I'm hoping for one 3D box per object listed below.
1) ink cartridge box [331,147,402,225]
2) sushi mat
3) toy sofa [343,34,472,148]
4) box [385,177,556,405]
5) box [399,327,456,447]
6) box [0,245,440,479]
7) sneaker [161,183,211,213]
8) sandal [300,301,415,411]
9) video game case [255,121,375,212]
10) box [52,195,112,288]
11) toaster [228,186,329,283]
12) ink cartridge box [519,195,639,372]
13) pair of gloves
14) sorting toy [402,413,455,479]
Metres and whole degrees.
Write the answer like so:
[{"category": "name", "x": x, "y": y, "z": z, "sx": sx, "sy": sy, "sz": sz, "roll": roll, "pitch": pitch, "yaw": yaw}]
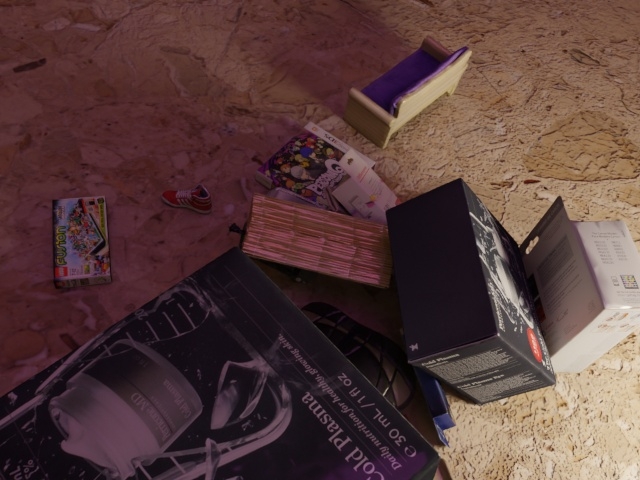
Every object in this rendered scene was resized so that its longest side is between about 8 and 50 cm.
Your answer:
[{"category": "ink cartridge box", "x": 0.099, "y": -0.102, "z": 1.461, "sx": 0.198, "sy": 0.067, "sz": 0.115, "roll": 48, "pitch": 30, "yaw": -8}, {"category": "sushi mat", "x": 0.000, "y": 0.000, "z": 1.354, "sx": 0.316, "sy": 0.019, "sz": 0.151, "roll": 14, "pitch": 57, "yaw": -6}, {"category": "toy sofa", "x": 0.238, "y": -0.425, "z": 1.757, "sx": 0.150, "sy": 0.177, "sz": 0.362, "roll": 41, "pitch": 58, "yaw": 15}, {"category": "box", "x": 0.299, "y": 0.112, "z": 1.304, "sx": 0.312, "sy": 0.179, "sz": 0.343, "roll": 35, "pitch": 40, "yaw": -45}, {"category": "box", "x": 0.220, "y": 0.290, "z": 1.292, "sx": 0.036, "sy": 0.136, "sz": 0.225, "roll": -22, "pitch": 60, "yaw": 8}, {"category": "box", "x": -0.163, "y": 0.348, "z": 0.995, "sx": 0.471, "sy": 0.297, "sz": 0.480, "roll": -35, "pitch": 61, "yaw": -23}, {"category": "sneaker", "x": -0.304, "y": -0.104, "z": 1.486, "sx": 0.118, "sy": 0.067, "sz": 0.042, "roll": 15, "pitch": 54, "yaw": -2}, {"category": "sandal", "x": 0.074, "y": 0.234, "z": 1.335, "sx": 0.120, "sy": 0.086, "sz": 0.303, "roll": -37, "pitch": 56, "yaw": -24}, {"category": "video game case", "x": -0.009, "y": -0.172, "z": 1.612, "sx": 0.210, "sy": 0.042, "sz": 0.232, "roll": 34, "pitch": 56, "yaw": 13}, {"category": "box", "x": -0.510, "y": 0.001, "z": 1.389, "sx": 0.114, "sy": 0.036, "sz": 0.207, "roll": -6, "pitch": 58, "yaw": -16}, {"category": "toaster", "x": -0.076, "y": -0.018, "z": 1.443, "sx": 0.227, "sy": 0.129, "sz": 0.146, "roll": 25, "pitch": 51, "yaw": 4}, {"category": "ink cartridge box", "x": 0.532, "y": 0.098, "z": 1.381, "sx": 0.130, "sy": 0.309, "sz": 0.272, "roll": 1, "pitch": 57, "yaw": -12}, {"category": "pair of gloves", "x": 0.108, "y": -0.010, "z": 1.481, "sx": 0.204, "sy": 0.042, "sz": 0.240, "roll": 5, "pitch": 52, "yaw": -51}, {"category": "sorting toy", "x": 0.154, "y": 0.484, "z": 1.201, "sx": 0.229, "sy": 0.041, "sz": 0.307, "roll": -11, "pitch": 60, "yaw": -19}]
